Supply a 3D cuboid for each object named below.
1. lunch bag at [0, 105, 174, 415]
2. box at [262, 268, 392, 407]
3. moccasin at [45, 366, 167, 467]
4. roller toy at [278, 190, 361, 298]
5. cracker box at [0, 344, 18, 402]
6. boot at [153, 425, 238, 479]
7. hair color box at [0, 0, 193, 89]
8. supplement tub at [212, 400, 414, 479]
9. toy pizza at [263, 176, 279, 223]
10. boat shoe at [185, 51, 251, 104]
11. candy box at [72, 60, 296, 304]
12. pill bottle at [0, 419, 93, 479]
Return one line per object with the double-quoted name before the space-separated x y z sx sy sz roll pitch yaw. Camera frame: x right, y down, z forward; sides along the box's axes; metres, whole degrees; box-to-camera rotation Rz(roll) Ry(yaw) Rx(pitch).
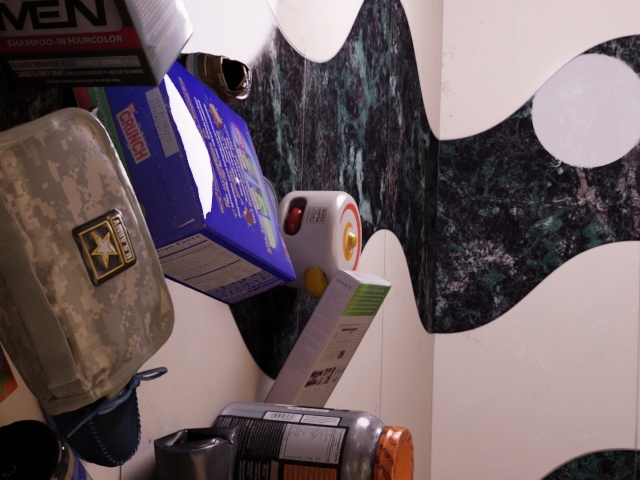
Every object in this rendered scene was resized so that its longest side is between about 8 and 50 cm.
"lunch bag" -0.242 0.007 0.837 0.287 0.168 0.235 -135 -155 -76
"box" 0.013 0.207 1.747 0.322 0.058 0.232 -60 161 6
"moccasin" -0.265 0.135 1.064 0.138 0.116 0.342 -62 147 -52
"roller toy" 0.000 0.000 1.766 0.209 0.146 0.191 -37 125 -65
"cracker box" -0.357 0.060 0.759 0.156 0.067 0.232 -61 134 -72
"boot" -0.177 0.490 1.207 0.367 0.146 0.446 164 -68 -83
"hair color box" -0.279 -0.333 0.889 0.114 0.185 0.375 -69 152 -43
"supplement tub" -0.015 0.372 1.495 0.193 0.315 0.194 2 90 -71
"toy pizza" -0.121 -0.017 1.593 0.201 0.032 0.202 3 90 -71
"boat shoe" -0.147 -0.255 1.448 0.183 0.066 0.066 2 90 -71
"candy box" -0.169 -0.077 1.184 0.317 0.122 0.268 40 29 -68
"pill bottle" -0.294 0.305 0.987 0.123 0.122 0.219 -70 154 -42
